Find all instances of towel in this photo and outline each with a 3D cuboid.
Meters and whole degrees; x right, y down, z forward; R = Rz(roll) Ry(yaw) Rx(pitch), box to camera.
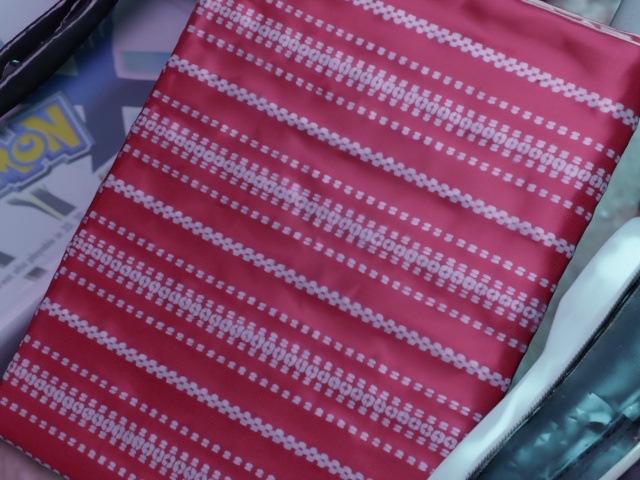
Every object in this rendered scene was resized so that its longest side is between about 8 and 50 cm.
[{"bbox_3d":[0.000,0.000,0.549,0.199,0.031,0.275,26,84,16],"label":"towel"}]

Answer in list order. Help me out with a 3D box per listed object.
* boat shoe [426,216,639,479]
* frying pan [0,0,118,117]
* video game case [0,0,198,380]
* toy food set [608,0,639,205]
[{"bbox_3d":[0.091,0.111,0.478,0.091,0.114,0.302,26,61,24],"label":"boat shoe"},{"bbox_3d":[-0.077,-0.187,0.669,0.326,0.053,0.197,-28,42,-4],"label":"frying pan"},{"bbox_3d":[-0.203,-0.073,0.654,0.300,0.036,0.329,36,64,22],"label":"video game case"},{"bbox_3d":[0.216,-0.071,0.598,0.232,0.111,0.104,22,57,13],"label":"toy food set"}]
